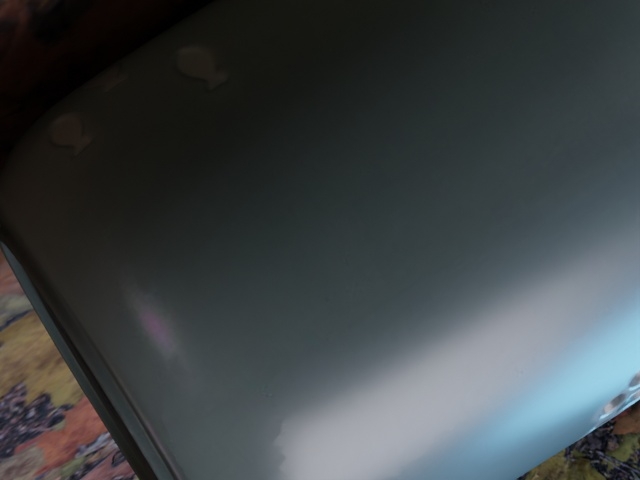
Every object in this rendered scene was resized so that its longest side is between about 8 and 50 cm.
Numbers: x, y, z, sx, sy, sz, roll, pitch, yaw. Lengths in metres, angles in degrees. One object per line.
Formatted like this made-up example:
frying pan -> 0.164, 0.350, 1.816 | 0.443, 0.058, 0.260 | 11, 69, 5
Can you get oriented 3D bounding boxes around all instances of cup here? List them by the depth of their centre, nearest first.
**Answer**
cup -> 0.000, 0.000, 0.662 | 0.274, 0.259, 0.356 | -32, -170, -15
